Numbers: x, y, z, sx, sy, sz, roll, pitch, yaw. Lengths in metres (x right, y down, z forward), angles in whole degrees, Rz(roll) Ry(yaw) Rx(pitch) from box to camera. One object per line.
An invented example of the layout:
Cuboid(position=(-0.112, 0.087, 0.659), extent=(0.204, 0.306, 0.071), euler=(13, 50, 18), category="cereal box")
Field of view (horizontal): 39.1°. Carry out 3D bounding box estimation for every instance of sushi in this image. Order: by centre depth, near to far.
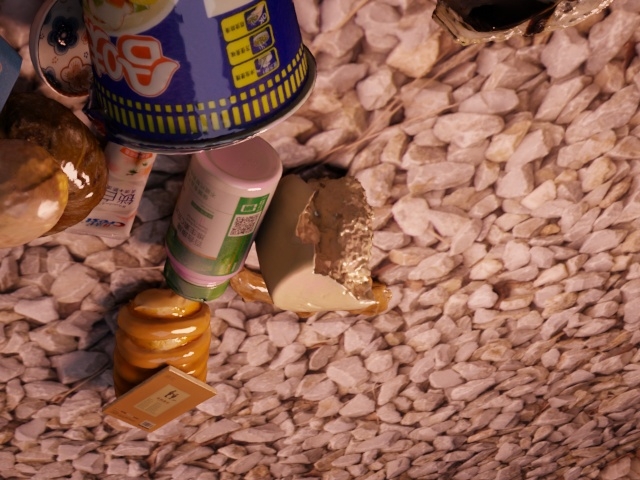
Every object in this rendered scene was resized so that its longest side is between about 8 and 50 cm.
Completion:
Cuboid(position=(0.283, -0.331, 1.224), extent=(0.272, 0.134, 0.109), euler=(-21, 157, -21), category="sushi")

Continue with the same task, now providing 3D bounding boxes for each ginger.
Cuboid(position=(-0.007, 0.085, 1.607), extent=(0.333, 0.081, 0.148), euler=(1, 152, -21), category="ginger")

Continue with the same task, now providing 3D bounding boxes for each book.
Cuboid(position=(-0.282, 0.281, 1.579), extent=(0.172, 0.012, 0.118), euler=(-33, 134, 24), category="book")

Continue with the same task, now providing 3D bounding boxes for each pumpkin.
Cuboid(position=(-0.388, -0.089, 1.188), extent=(0.218, 0.162, 0.219), euler=(-8, 137, -7), category="pumpkin")

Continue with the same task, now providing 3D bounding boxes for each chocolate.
Cuboid(position=(-0.433, -0.032, 1.065), extent=(0.309, 0.134, 0.134), euler=(-22, 142, 22), category="chocolate")

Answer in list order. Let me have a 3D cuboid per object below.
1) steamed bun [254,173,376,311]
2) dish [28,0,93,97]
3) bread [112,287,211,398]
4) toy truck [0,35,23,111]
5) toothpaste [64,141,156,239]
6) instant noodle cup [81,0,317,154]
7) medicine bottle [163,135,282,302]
Cuboid(position=(0.000, 0.000, 1.389), extent=(0.200, 0.226, 0.170), euler=(-12, 140, -6), category="steamed bun")
Cuboid(position=(-0.314, -0.254, 1.104), extent=(0.141, 0.078, 0.141), euler=(-38, 142, -37), category="dish")
Cuboid(position=(-0.282, 0.209, 1.602), extent=(0.172, 0.121, 0.311), euler=(-4, 138, -15), category="bread")
Cuboid(position=(-0.532, -0.155, 1.044), extent=(0.367, 0.175, 0.146), euler=(-25, 139, 12), category="toy truck")
Cuboid(position=(-0.281, -0.105, 1.292), extent=(0.100, 0.066, 0.323), euler=(7, 139, -27), category="toothpaste")
Cuboid(position=(-0.153, -0.300, 0.974), extent=(0.284, 0.284, 0.312), euler=(-13, 132, -7), category="instant noodle cup")
Cuboid(position=(-0.158, -0.030, 1.366), extent=(0.133, 0.133, 0.274), euler=(2, 136, -24), category="medicine bottle")
